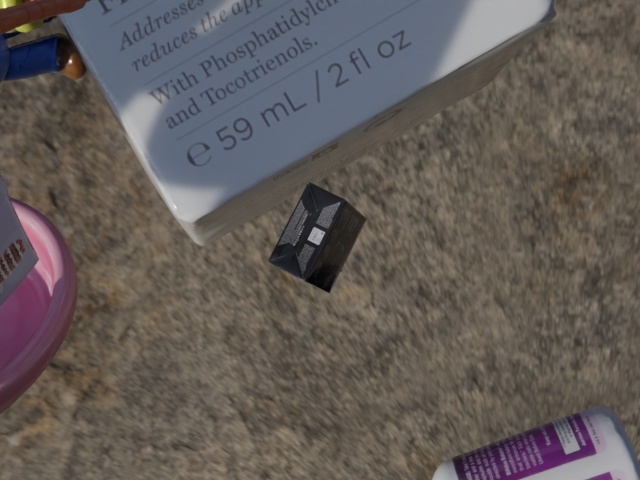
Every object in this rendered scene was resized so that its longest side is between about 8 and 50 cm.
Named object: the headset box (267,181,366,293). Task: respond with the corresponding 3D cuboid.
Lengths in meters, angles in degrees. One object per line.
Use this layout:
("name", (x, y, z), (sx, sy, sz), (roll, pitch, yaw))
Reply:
("headset box", (0.000, 0.000, 0.902), (0.032, 0.083, 0.062), (27, 89, 14))

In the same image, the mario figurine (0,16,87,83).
("mario figurine", (-0.436, -0.211, 1.592), (0.320, 0.170, 0.198), (-28, 77, -27))

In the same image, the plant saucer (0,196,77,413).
("plant saucer", (-0.402, 0.086, 1.290), (0.332, 0.084, 0.332), (-4, 44, 4))

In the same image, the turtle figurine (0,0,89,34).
("turtle figurine", (-0.250, -0.125, 0.545), (0.217, 0.269, 0.087), (8, 100, 55))

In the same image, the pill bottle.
("pill bottle", (0.240, 0.326, 1.577), (0.301, 0.169, 0.169), (-20, 70, 4))

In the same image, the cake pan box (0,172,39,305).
("cake pan box", (-0.362, -0.080, 1.002), (0.245, 0.267, 0.070), (21, 60, 19))

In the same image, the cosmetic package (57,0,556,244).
("cosmetic package", (-0.067, -0.246, 1.092), (0.329, 0.327, 0.394), (-31, 88, -4))
